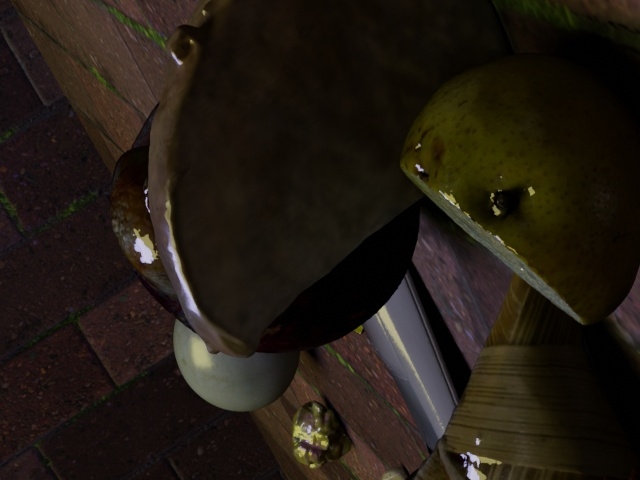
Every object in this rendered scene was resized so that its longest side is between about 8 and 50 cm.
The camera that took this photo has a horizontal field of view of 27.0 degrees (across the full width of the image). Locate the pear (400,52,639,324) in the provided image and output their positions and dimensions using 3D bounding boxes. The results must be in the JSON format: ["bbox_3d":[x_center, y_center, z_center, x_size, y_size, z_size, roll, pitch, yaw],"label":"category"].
[{"bbox_3d":[0.115,-0.035,0.671,0.141,0.104,0.141,39,-174,-5],"label":"pear"}]

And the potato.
[{"bbox_3d":[-0.038,-0.094,0.780,0.211,0.264,0.189,56,161,-24],"label":"potato"}]

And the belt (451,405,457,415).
[{"bbox_3d":[0.169,0.180,1.075,0.141,0.082,0.190,62,168,1],"label":"belt"}]

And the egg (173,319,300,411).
[{"bbox_3d":[-0.125,0.155,1.998,0.186,0.186,0.253,49,163,37],"label":"egg"}]

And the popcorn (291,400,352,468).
[{"bbox_3d":[-0.003,0.318,2.208,0.109,0.089,0.097,68,-157,-8],"label":"popcorn"}]

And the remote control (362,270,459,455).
[{"bbox_3d":[0.081,0.114,1.283,0.313,0.055,0.109,67,168,-15],"label":"remote control"}]

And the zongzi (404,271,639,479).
[{"bbox_3d":[0.200,0.171,0.883,0.286,0.288,0.134,24,-161,16],"label":"zongzi"}]

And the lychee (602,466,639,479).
[{"bbox_3d":[0.193,0.241,0.663,0.264,0.264,0.300,52,149,27],"label":"lychee"}]

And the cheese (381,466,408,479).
[{"bbox_3d":[0.116,0.362,1.910,0.083,0.044,0.030,59,-175,-22],"label":"cheese"}]

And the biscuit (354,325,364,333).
[{"bbox_3d":[0.000,0.000,1.457,0.048,0.026,0.292,23,149,37],"label":"biscuit"}]

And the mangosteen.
[{"bbox_3d":[-0.045,-0.022,0.977,0.231,0.231,0.289,58,-170,-1],"label":"mangosteen"}]
